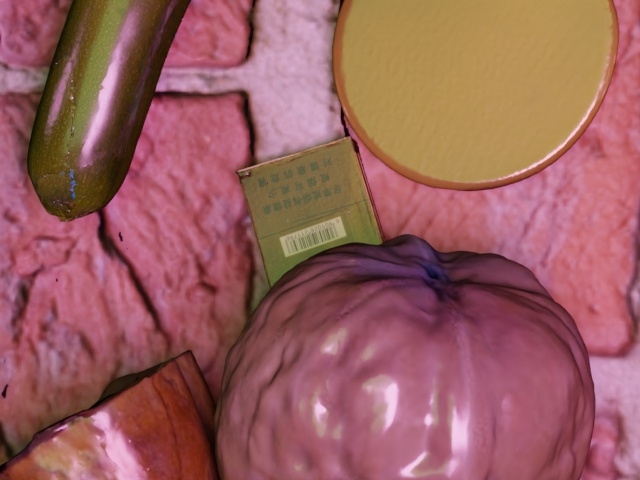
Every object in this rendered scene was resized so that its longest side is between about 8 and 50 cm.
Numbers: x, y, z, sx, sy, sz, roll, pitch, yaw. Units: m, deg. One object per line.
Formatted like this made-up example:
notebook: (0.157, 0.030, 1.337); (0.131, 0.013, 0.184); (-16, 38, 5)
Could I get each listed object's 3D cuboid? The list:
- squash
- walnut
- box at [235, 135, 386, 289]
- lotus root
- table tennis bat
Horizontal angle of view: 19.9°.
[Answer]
squash: (-0.137, -0.171, 1.334); (0.087, 0.087, 0.331); (21, 87, 13)
walnut: (0.054, 0.118, 1.183); (0.248, 0.248, 0.248); (-1, 84, 12)
box: (0.000, 0.000, 1.315); (0.090, 0.023, 0.133); (-19, 80, 11)
lotus root: (-0.123, 0.186, 1.235); (0.199, 0.188, 0.180); (-37, 86, 43)
table tennis bat: (0.142, -0.182, 1.293); (0.198, 0.050, 0.321); (38, 96, 12)
